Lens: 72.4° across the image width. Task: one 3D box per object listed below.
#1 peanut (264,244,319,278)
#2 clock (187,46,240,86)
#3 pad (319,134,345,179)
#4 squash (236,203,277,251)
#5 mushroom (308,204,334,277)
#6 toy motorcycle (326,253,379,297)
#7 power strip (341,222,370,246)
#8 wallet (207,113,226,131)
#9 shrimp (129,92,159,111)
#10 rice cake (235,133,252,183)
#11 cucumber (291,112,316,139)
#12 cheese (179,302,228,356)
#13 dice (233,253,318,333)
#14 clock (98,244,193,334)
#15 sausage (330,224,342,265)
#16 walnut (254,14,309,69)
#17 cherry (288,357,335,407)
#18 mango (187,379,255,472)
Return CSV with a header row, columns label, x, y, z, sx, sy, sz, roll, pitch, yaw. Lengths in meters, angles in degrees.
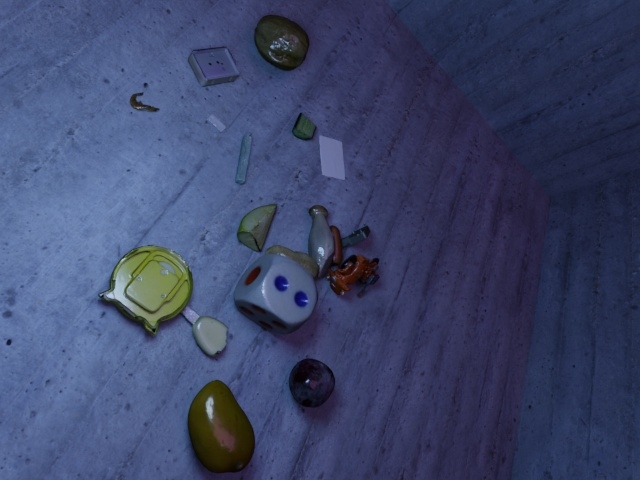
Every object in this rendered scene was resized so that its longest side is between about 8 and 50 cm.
label,x,y,z,sx,sy,sz,roll,pitch,yaw
peanut,-0.124,0.098,1.917,0.253,0.122,0.137,22,22,-29
clock,-0.475,-0.779,1.963,0.192,0.071,0.146,-30,94,-40
pad,0.062,-0.435,2.304,0.157,0.004,0.231,8,71,-36
squash,-0.273,-0.103,1.873,0.169,0.094,0.251,74,28,-59
mushroom,0.000,0.000,2.042,0.129,0.128,0.349,10,65,-35
toy motorcycle,0.157,0.161,2.071,0.147,0.221,0.326,47,21,30
power strip,0.165,-0.020,2.157,0.061,0.145,0.216,63,14,-3
wallet,-0.457,-0.519,1.931,0.083,0.011,0.044,43,55,-19
shrimp,-0.701,-0.554,1.751,0.115,0.023,0.083,4,70,-32
rice cake,-0.341,-0.365,1.947,0.042,0.045,0.244,17,66,-29
cucumber,-0.087,-0.563,2.195,0.116,0.062,0.115,36,58,-31
cheese,-0.448,0.313,1.642,0.255,0.050,0.127,50,53,-13
dice,-0.179,0.214,1.749,0.251,0.259,0.243,41,57,-21
clock,-0.603,0.161,1.560,0.277,0.071,0.293,46,53,-11
sausage,0.066,0.023,2.112,0.077,0.076,0.197,7,71,-36
walnut,-0.193,-0.964,2.141,0.283,0.227,0.282,15,57,-24
cherry,-0.036,0.587,1.786,0.195,0.195,0.194,13,68,-34
mango,-0.350,0.655,1.532,0.212,0.173,0.316,-16,79,-40
